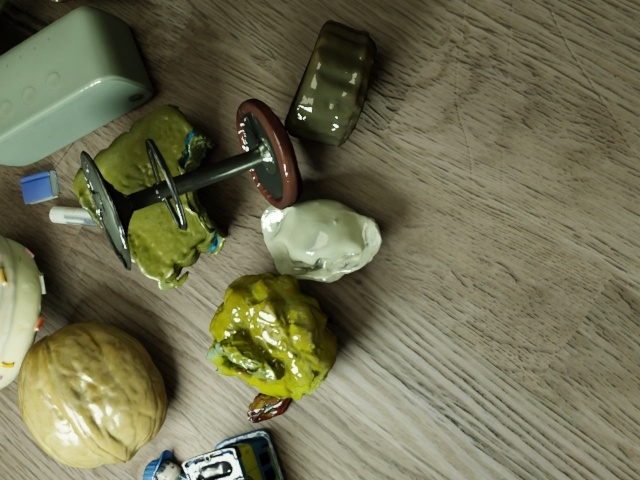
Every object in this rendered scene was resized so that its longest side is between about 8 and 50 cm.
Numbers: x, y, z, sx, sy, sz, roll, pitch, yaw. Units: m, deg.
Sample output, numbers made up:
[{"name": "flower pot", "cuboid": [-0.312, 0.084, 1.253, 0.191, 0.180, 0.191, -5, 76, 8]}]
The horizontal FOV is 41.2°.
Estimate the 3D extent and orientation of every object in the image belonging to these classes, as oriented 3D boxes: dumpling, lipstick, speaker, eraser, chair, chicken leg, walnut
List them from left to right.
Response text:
[{"name": "eraser", "cuboid": [-0.639, -0.121, 1.937, 0.084, 0.027, 0.063, -12, 86, 22]}, {"name": "speaker", "cuboid": [-0.571, -0.325, 1.825, 0.406, 0.183, 0.184, -23, 78, 21]}, {"name": "lipstick", "cuboid": [-0.534, -0.054, 1.892, 0.141, 0.040, 0.040, 5, 94, 20]}, {"name": "walnut", "cuboid": [-0.473, 0.320, 1.762, 0.313, 0.277, 0.252, 58, 148, 11]}, {"name": "chair", "cuboid": [-0.202, -0.119, 1.531, 0.401, 0.226, 0.226, -22, 82, -20]}, {"name": "chicken leg", "cuboid": [-0.092, 0.326, 1.737, 0.145, 0.037, 0.062, -32, 64, 19]}, {"name": "dumpling", "cuboid": [0.000, 0.000, 1.632, 0.250, 0.132, 0.162, 8, 91, 22]}]

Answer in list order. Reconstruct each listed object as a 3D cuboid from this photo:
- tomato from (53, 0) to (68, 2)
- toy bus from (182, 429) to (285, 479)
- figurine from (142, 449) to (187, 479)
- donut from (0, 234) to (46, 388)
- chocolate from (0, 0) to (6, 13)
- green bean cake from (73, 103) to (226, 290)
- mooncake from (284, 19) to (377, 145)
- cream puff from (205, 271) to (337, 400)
[{"name": "tomato", "cuboid": [-0.510, -0.638, 1.795, 0.309, 0.170, 0.309, 1, 86, -14]}, {"name": "toy bus", "cuboid": [-0.147, 0.541, 1.687, 0.138, 0.175, 0.288, -21, 84, 21]}, {"name": "figurine", "cuboid": [-0.304, 0.511, 1.809, 0.149, 0.086, 0.087, 25, 141, 8]}, {"name": "donut", "cuboid": [-0.731, 0.167, 1.864, 0.382, 0.142, 0.383, -18, 66, 45]}, {"name": "chocolate", "cuboid": [-0.782, -0.486, 1.826, 0.137, 0.289, 0.301, 25, 87, -16]}, {"name": "green bean cake", "cuboid": [-0.305, -0.085, 1.723, 0.285, 0.202, 0.310, -38, 90, -7]}, {"name": "mooncake", "cuboid": [0.024, -0.285, 1.568, 0.124, 0.228, 0.228, 20, 100, -5]}, {"name": "cream puff", "cuboid": [-0.108, 0.198, 1.619, 0.282, 0.185, 0.282, 18, 120, 34]}]
